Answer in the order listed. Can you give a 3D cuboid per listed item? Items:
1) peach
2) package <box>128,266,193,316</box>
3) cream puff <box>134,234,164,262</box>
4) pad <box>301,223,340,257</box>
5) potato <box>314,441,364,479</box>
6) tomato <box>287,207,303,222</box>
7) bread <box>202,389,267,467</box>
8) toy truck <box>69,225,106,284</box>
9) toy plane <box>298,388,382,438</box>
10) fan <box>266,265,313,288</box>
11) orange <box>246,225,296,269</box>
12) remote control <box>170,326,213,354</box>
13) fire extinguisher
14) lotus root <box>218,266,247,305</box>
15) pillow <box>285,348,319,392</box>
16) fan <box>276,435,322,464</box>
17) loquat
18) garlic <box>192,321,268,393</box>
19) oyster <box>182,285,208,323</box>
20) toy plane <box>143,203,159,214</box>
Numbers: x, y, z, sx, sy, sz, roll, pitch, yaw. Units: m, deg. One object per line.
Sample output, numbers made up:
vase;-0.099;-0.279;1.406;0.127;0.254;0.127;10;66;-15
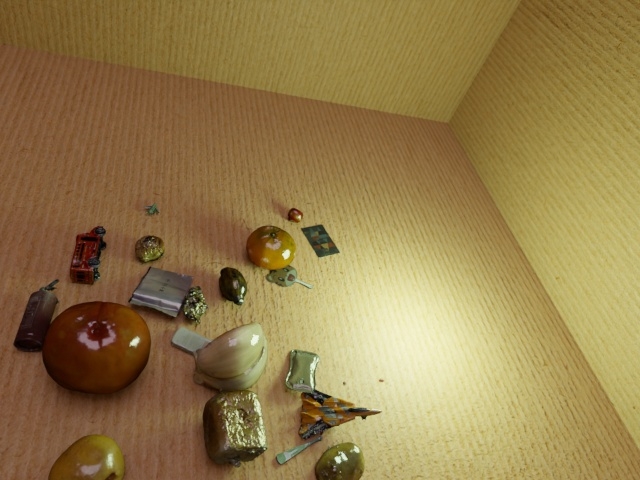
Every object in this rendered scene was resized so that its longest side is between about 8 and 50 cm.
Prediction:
peach;-0.762;0.362;1.604;0.343;0.301;0.342;12;45;-12
package;-0.670;0.215;1.961;0.204;0.062;0.250;17;32;-7
cream puff;-0.759;0.032;2.059;0.119;0.104;0.133;42;48;8
pad;0.000;0.000;2.478;0.143;0.003;0.211;-13;56;-32
potato;0.079;0.818;1.700;0.200;0.081;0.164;-17;57;-37
tomato;-0.136;-0.132;2.491;0.087;0.087;0.075;26;80;2
bread;-0.304;0.665;1.610;0.196;0.176;0.246;10;42;-31
toy truck;-0.969;0.053;1.941;0.114;0.107;0.252;5;48;-20
toy plane;0.077;0.668;1.799;0.316;0.103;0.204;3;48;0
fan;-0.140;0.181;2.246;0.227;0.008;0.152;24;43;0
orange;-0.234;0.030;2.227;0.240;0.171;0.240;12;43;-11
remote control;-0.500;0.416;1.859;0.190;0.029;0.087;24;44;0
fire extinguisher;-1.036;0.269;1.717;0.105;0.104;0.268;7;46;-17
lotus root;-0.382;0.199;2.048;0.120;0.120;0.209;-10;52;-30
pillow;-0.075;0.533;1.908;0.130;0.033;0.217;13;32;0
fan;-0.075;0.773;1.720;0.193;0.016;0.038;-13;59;-31
loquat;-0.697;0.696;1.397;0.208;0.208;0.208;12;46;-13
garlic;-0.322;0.437;1.768;0.313;0.285;0.249;-17;23;-31
oyster;-0.523;0.264;1.952;0.105;0.056;0.177;40;28;-28
toy plane;-0.815;-0.152;2.252;0.080;0.033;0.083;20;38;-4
